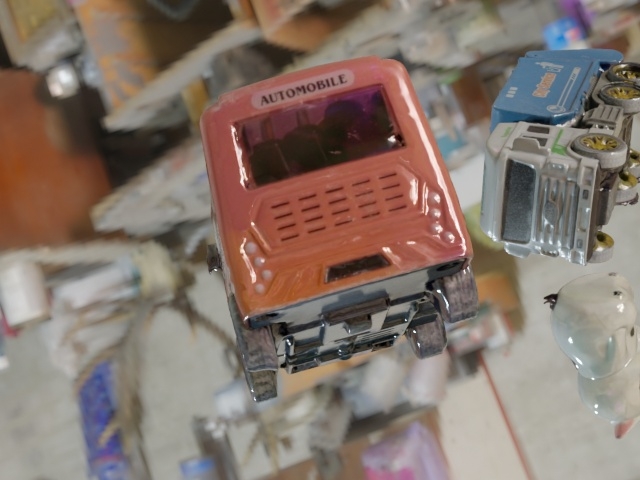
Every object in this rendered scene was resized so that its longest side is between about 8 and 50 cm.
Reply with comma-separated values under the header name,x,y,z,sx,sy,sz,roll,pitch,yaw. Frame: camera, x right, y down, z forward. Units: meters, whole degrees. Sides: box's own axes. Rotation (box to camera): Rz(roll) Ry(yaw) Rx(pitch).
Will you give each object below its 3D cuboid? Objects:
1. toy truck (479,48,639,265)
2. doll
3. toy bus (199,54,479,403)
name,x,y,z,sx,sy,sz,roll,pitch,yaw
toy truck,0.288,-0.109,1.752,0.175,0.146,0.367,8,-152,16
doll,0.332,0.125,1.738,0.107,0.180,0.110,-22,-163,14
toy bus,0.000,0.000,1.346,0.203,0.233,0.427,-15,170,-5
